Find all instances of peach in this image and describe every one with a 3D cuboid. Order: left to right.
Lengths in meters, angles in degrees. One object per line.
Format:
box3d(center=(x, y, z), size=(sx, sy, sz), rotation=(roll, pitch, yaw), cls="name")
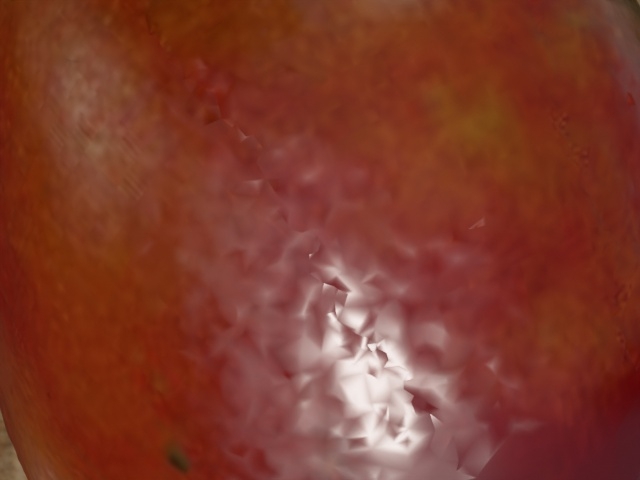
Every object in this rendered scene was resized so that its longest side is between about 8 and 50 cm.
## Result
box3d(center=(0.000, 0.000, 0.466), size=(0.281, 0.281, 0.338), rotation=(-35, 107, -35), cls="peach")
